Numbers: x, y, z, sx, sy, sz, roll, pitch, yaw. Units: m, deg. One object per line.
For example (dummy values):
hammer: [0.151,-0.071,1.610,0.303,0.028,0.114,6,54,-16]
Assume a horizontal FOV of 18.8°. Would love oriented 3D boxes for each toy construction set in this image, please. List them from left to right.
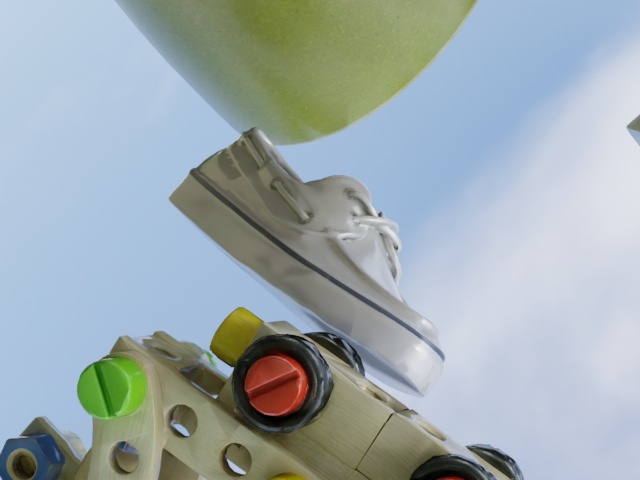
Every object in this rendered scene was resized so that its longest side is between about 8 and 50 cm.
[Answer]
toy construction set: [-0.017,0.161,0.969,0.215,0.328,0.151,-58,179,9]

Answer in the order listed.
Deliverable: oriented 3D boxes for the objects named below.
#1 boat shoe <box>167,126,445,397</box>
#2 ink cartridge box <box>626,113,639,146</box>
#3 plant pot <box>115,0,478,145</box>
boat shoe: [0.000,0.000,1.119,0.084,0.095,0.258,-49,-136,-3]
ink cartridge box: [0.341,-0.099,1.302,0.231,0.134,0.078,-40,-167,-2]
plant pot: [-0.071,-0.252,1.270,0.275,0.293,0.274,-29,-136,31]
